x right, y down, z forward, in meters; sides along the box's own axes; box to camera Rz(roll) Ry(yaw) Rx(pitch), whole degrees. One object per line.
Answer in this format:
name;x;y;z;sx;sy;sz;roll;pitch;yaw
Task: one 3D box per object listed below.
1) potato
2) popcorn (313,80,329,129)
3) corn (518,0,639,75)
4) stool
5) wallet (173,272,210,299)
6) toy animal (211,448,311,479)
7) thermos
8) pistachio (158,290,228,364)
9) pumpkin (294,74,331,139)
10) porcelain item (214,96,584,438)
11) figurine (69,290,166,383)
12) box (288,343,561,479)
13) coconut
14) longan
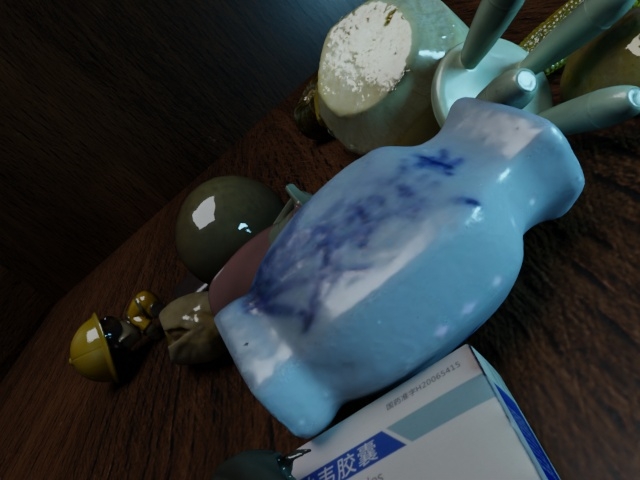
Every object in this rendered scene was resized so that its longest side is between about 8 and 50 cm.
potato;0.399;-0.243;0.626;0.120;0.100;0.261;-43;24;1
popcorn;0.103;-0.369;1.177;0.265;0.225;0.332;-39;0;-19
corn;0.466;-0.391;0.775;0.320;0.097;0.097;-38;24;15
stool;0.271;-0.221;0.605;0.199;0.196;0.195;144;130;-79
wallet;-0.293;0.085;1.228;0.229;0.049;0.182;-46;24;-10
toy animal;-0.080;0.280;0.362;0.146;0.114;0.245;-8;21;43
thermos;-0.065;0.030;0.742;0.265;0.146;0.176;-47;36;41
pistachio;-0.239;0.173;0.902;0.238;0.153;0.137;-24;71;41
pumpkin;0.017;-0.421;1.461;0.219;0.163;0.218;-43;37;44
porcelain item;0.086;0.025;0.531;0.405;0.178;0.242;-42;41;-5
figurine;-0.513;0.238;1.176;0.256;0.167;0.192;-50;11;-20
box;0.036;0.259;0.406;0.344;0.065;0.200;-37;25;14
coconut;0.154;-0.286;0.856;0.323;0.323;0.322;-35;25;19
longan;-0.186;-0.017;0.993;0.258;0.258;0.258;-35;25;19
